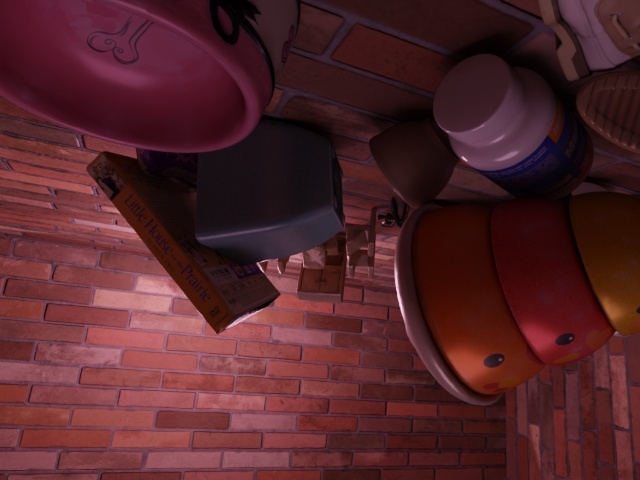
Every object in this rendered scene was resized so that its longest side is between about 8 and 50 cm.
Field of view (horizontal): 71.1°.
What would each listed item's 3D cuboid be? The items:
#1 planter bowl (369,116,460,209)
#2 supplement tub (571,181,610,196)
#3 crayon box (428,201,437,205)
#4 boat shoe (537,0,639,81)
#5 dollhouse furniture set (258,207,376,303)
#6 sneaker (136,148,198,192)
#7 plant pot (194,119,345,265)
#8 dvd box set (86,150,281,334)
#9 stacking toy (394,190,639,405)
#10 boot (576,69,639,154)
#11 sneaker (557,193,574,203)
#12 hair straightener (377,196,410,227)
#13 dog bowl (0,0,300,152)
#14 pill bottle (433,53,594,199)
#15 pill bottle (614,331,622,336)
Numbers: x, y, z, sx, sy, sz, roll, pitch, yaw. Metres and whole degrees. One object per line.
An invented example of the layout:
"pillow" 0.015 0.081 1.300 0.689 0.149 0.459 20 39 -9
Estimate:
"planter bowl" 0.181 -0.151 0.808 0.109 0.162 0.162 -35 147 27
"supplement tub" 0.574 -0.017 1.092 0.191 0.191 0.272 5 167 2
"crayon box" 0.390 0.022 1.225 0.278 0.081 0.165 43 -175 27
"boat shoe" 0.268 -0.254 0.426 0.103 0.113 0.302 -7 173 36
"dollhouse furniture set" 0.000 0.000 1.470 0.362 0.256 0.394 2 145 8
"sneaker" -0.301 -0.175 0.991 0.105 0.095 0.236 -5 169 20
"plant pot" -0.084 -0.097 0.922 0.252 0.247 0.248 -4 165 11
"dvd box set" -0.279 -0.003 0.993 0.062 0.420 0.307 -41 175 8
"stacking toy" 0.383 0.038 0.657 0.480 0.350 0.351 -25 150 38
"boot" 0.446 -0.169 0.586 0.248 0.090 0.207 18 -151 9
"sneaker" 0.427 -0.097 0.885 0.226 0.163 0.086 14 166 -27
"hair straightener" 0.211 -0.077 1.312 0.089 0.047 0.230 3 171 8
"dog bowl" -0.233 -0.244 0.544 0.408 0.150 0.408 4 167 1
"pill bottle" 0.291 -0.163 0.677 0.152 0.152 0.272 -9 161 44
"pill bottle" 0.801 0.087 1.137 0.176 0.176 0.318 5 123 -1
